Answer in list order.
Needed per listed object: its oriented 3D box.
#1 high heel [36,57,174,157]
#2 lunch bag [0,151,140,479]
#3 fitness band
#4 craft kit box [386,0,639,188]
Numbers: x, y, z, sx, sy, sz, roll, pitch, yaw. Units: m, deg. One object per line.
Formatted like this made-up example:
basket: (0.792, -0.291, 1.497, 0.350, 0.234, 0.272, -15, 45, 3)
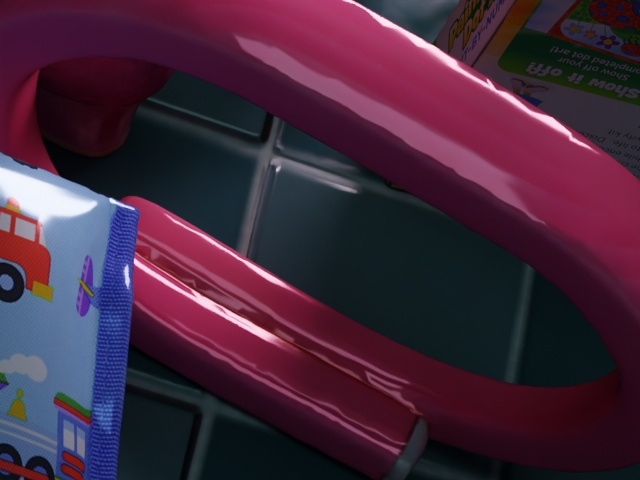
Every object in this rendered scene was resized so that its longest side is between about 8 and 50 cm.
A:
high heel: (-0.169, -0.118, 0.751, 0.244, 0.117, 0.082, 31, 58, -2)
lunch bag: (-0.174, 0.098, 0.557, 0.221, 0.138, 0.293, 23, 44, -33)
fitness band: (0.000, 0.000, 0.693, 0.291, 0.209, 0.054, 29, 59, -2)
craft kit box: (0.184, -0.069, 0.774, 0.250, 0.246, 0.061, 14, 56, -12)
